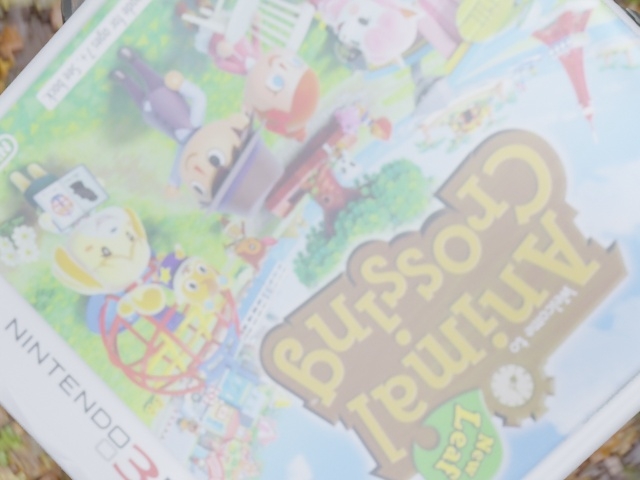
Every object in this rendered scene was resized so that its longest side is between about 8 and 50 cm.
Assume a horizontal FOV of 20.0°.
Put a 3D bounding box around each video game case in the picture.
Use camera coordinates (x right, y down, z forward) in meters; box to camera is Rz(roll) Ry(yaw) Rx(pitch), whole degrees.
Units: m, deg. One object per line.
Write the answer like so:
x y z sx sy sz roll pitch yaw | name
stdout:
0.000 0.000 0.520 0.193 0.023 0.212 46 105 3 | video game case

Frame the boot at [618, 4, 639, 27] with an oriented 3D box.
0.039 -0.004 0.718 0.189 0.208 0.076 8 44 -44 | boot

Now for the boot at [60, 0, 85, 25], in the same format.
0.016 -0.089 0.709 0.229 0.091 0.263 -26 52 13 | boot
